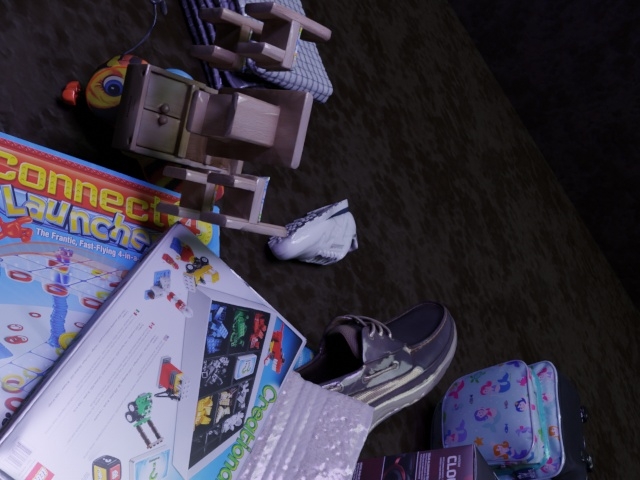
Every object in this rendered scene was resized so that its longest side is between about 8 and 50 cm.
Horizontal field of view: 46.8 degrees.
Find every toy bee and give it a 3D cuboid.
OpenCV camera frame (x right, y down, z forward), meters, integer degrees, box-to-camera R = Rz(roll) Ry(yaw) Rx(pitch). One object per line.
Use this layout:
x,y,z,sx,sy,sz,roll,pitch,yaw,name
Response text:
-0.237,-0.176,0.958,0.195,0.162,0.299,-96,172,-82,toy bee

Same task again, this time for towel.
-0.065,0.264,0.835,0.187,0.049,0.282,25,48,4,towel
-0.115,-0.360,1.274,0.235,0.121,0.284,-1,68,-58,towel

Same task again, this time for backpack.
0.308,0.336,1.278,0.191,0.253,0.225,37,44,-31,backpack

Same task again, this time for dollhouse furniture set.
-0.088,-0.122,0.808,0.161,0.242,0.212,11,92,-46,dollhouse furniture set

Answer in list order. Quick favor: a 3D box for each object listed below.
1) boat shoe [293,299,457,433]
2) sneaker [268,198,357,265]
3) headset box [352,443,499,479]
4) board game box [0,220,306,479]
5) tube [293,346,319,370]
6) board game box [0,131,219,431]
0.065,0.172,1.035,0.355,0.132,0.130,-35,115,-37,boat shoe
0.000,0.000,1.222,0.235,0.090,0.095,-28,102,-58,sneaker
0.116,0.363,0.900,0.218,0.293,0.110,56,30,-34,headset box
-0.144,0.144,0.685,0.193,0.053,0.305,45,42,-14,board game box
-0.075,0.156,1.029,0.207,0.052,0.080,28,53,-40,tube
-0.248,0.069,0.737,0.308,0.086,0.302,19,54,-37,board game box
